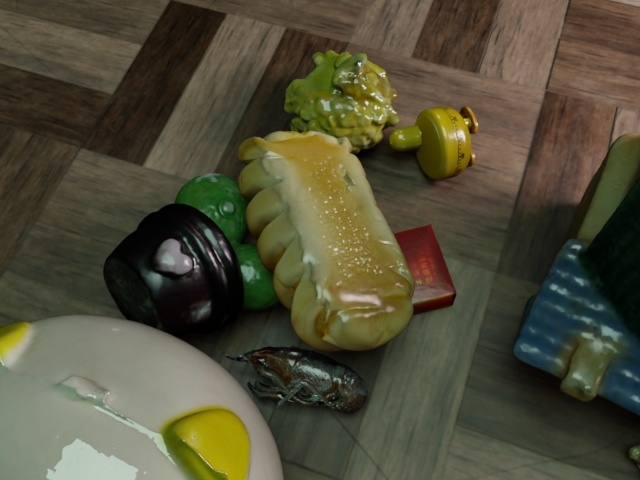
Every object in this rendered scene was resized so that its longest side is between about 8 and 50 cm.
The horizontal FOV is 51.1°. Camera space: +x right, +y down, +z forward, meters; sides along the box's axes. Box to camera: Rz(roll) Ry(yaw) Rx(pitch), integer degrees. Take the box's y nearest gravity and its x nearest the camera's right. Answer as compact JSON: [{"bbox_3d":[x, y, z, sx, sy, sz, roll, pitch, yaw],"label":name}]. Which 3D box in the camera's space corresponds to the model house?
[{"bbox_3d":[0.430,0.036,0.711,0.334,0.382,0.342,25,62,17],"label":"model house"}]

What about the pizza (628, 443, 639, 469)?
[{"bbox_3d":[0.490,0.318,0.749,0.292,0.058,0.197,21,67,13],"label":"pizza"}]

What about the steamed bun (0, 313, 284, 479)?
[{"bbox_3d":[-0.218,0.239,0.678,0.374,0.334,0.334,20,66,9],"label":"steamed bun"}]

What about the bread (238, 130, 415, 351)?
[{"bbox_3d":[0.000,0.000,0.835,0.173,0.121,0.311,-2,57,-29],"label":"bread"}]

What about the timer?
[{"bbox_3d":[0.164,-0.139,0.966,0.109,0.107,0.107,-13,63,-14],"label":"timer"}]

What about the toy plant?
[{"bbox_3d":[-0.157,0.021,0.884,0.235,0.175,0.218,-28,70,-41],"label":"toy plant"}]

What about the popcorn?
[{"bbox_3d":[0.032,-0.209,1.003,0.173,0.142,0.173,-9,69,26],"label":"popcorn"}]

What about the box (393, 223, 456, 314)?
[{"bbox_3d":[0.083,0.051,0.909,0.175,0.048,0.112,-14,64,-4],"label":"box"}]

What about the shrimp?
[{"bbox_3d":[-0.033,0.171,0.848,0.190,0.075,0.073,14,97,2],"label":"shrimp"}]
